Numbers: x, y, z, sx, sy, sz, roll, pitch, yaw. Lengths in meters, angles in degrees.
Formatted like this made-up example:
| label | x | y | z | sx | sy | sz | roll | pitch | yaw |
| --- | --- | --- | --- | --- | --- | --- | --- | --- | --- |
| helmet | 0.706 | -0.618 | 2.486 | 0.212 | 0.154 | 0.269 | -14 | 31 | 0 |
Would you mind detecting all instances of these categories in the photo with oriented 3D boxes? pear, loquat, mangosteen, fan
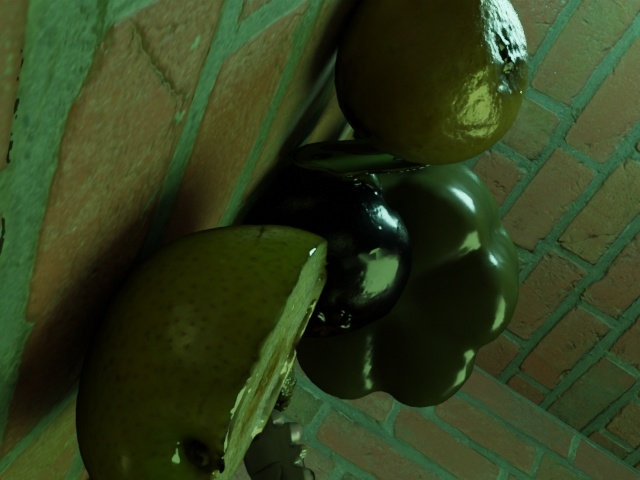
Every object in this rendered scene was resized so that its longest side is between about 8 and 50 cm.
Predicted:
| label | x | y | z | sx | sy | sz | roll | pitch | yaw |
| --- | --- | --- | --- | --- | --- | --- | --- | --- | --- |
| pear | -0.135 | 0.119 | 0.913 | 0.386 | 0.191 | 0.340 | -51 | 164 | -77 |
| loquat | 0.149 | -0.226 | 1.131 | 0.263 | 0.263 | 0.263 | -56 | 174 | -8 |
| mangosteen | -0.003 | 0.004 | 1.314 | 0.233 | 0.287 | 0.287 | -24 | 162 | -20 |
| fan | 0.082 | -0.138 | 1.299 | 0.335 | 0.229 | 0.011 | -40 | 131 | -63 |

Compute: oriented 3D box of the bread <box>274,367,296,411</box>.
| label | x | y | z | sx | sy | sz | roll | pitch | yaw |
| --- | --- | --- | --- | --- | --- | --- | --- | --- | --- |
| bread | -0.157 | 0.323 | 1.838 | 0.230 | 0.123 | 0.230 | -20 | 148 | -13 |

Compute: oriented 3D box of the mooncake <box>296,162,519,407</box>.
| label | x | y | z | sx | sy | sz | roll | pitch | yaw |
| --- | --- | --- | --- | --- | --- | --- | --- | --- | --- |
| mooncake | 0.131 | 0.066 | 1.598 | 0.467 | 0.467 | 0.262 | -59 | 177 | 18 |

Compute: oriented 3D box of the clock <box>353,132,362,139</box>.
| label | x | y | z | sx | sy | sz | roll | pitch | yaw |
| --- | --- | --- | --- | --- | --- | --- | --- | --- | --- |
| clock | 0.131 | -0.277 | 1.802 | 0.184 | 0.040 | 0.184 | -57 | 175 | -8 |

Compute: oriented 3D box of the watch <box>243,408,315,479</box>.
| label | x | y | z | sx | sy | sz | roll | pitch | yaw |
| --- | --- | --- | --- | --- | --- | --- | --- | --- | --- |
| watch | -0.147 | 0.443 | 1.673 | 0.231 | 0.244 | 0.196 | 2 | 146 | -39 |
